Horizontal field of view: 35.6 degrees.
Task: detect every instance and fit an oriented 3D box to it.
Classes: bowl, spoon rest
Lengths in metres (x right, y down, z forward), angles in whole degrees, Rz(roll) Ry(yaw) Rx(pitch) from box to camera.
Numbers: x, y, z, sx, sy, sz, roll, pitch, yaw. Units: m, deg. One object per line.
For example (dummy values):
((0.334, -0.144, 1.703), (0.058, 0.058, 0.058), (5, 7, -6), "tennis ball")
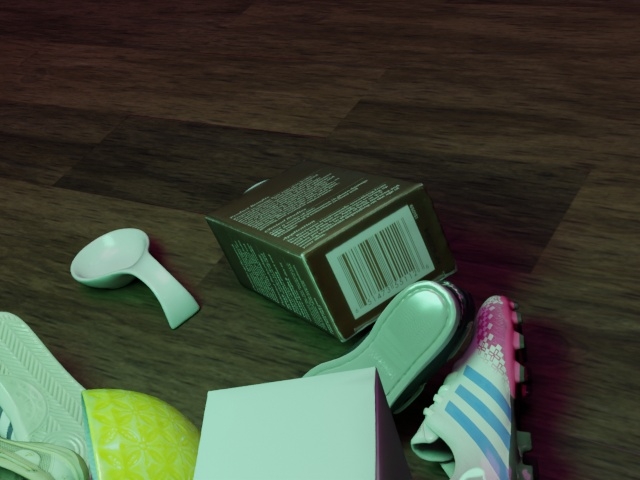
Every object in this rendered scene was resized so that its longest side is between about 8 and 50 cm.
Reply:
((-0.162, 0.293, 1.089), (0.156, 0.289, 0.289), (-9, 35, -15), "bowl")
((-0.301, 0.047, 1.597), (0.137, 0.084, 0.276), (-39, 42, -25), "spoon rest")

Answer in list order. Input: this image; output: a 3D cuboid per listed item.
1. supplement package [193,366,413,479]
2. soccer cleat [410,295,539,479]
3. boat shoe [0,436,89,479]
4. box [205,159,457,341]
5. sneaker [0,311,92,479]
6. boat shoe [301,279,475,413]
((0.005, 0.293, 0.980), (0.178, 0.292, 0.175), (-10, 38, 11), "supplement package")
((0.178, 0.190, 1.182), (0.143, 0.116, 0.331), (-7, 39, 14), "soccer cleat")
((-0.432, 0.284, 1.202), (0.303, 0.109, 0.098), (4, 1, 19), "boat shoe")
((0.000, 0.000, 1.393), (0.191, 0.143, 0.381), (-31, 21, -16), "box")
((-0.377, 0.259, 1.347), (0.131, 0.148, 0.350), (-17, 54, -38), "sneaker")
((0.073, 0.167, 1.223), (0.302, 0.091, 0.114), (-42, 67, 22), "boat shoe")
